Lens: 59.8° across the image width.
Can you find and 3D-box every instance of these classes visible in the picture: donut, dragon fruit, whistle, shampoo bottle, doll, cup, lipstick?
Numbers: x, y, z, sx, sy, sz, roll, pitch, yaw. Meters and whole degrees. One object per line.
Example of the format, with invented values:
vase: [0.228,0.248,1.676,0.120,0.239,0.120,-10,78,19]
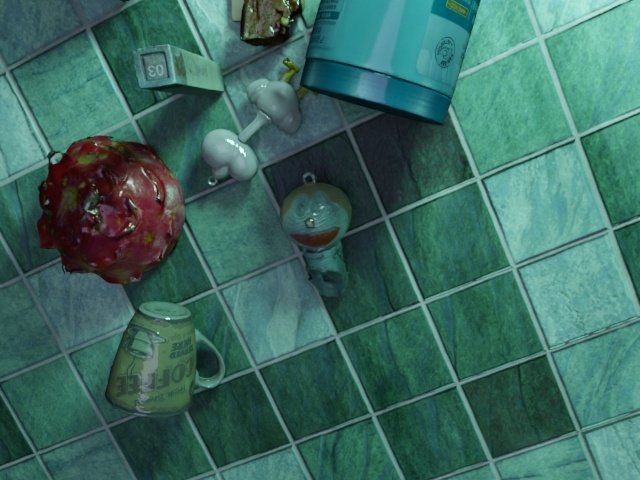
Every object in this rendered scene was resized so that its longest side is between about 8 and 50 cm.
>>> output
donut: [-0.102,-0.549,1.297,0.144,0.126,0.187,8,99,11]
dragon fruit: [-0.545,-0.067,1.392,0.370,0.249,0.386,32,101,3]
whistle: [0.000,0.000,1.390,0.189,0.189,0.348,-8,112,7]
shampoo bottle: [0.153,-0.455,1.187,0.331,0.331,0.343,15,101,2]
doll: [-0.163,-0.276,1.376,0.160,0.094,0.365,42,102,-7]
cup: [-0.391,0.307,1.479,0.301,0.227,0.257,10,100,-26]
lipstick: [-0.297,-0.366,1.226,0.079,0.371,0.076,-7,102,7]

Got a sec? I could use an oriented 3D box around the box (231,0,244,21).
box: [-0.192,-0.589,1.347,0.048,0.025,0.115,2,102,10]
